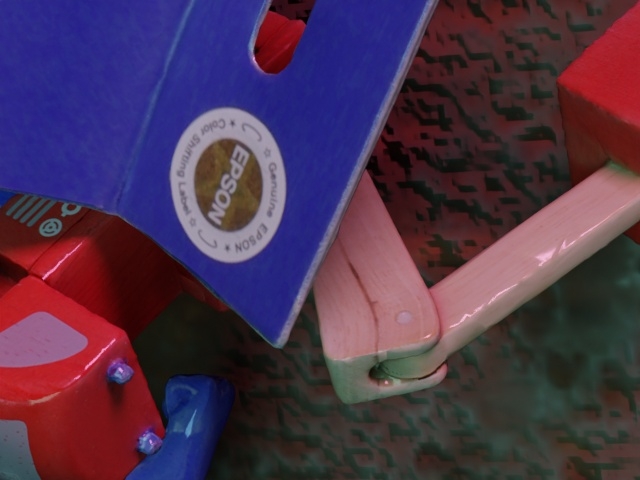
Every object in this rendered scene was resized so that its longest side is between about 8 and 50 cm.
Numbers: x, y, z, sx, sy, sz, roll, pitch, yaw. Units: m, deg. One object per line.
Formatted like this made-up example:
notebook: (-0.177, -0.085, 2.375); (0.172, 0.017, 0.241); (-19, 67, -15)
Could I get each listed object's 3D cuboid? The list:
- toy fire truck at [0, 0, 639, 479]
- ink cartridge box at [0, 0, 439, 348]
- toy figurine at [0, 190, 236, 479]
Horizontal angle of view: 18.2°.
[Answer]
toy fire truck: (0.000, 0.000, 0.496); (0.135, 0.192, 0.047); (26, 149, 32)
ink cartridge box: (-0.117, -0.143, 0.489); (0.371, 0.069, 0.175); (37, 116, 29)
toy figurine: (-0.152, 0.031, 0.602); (0.363, 0.191, 0.217); (31, 84, 9)
